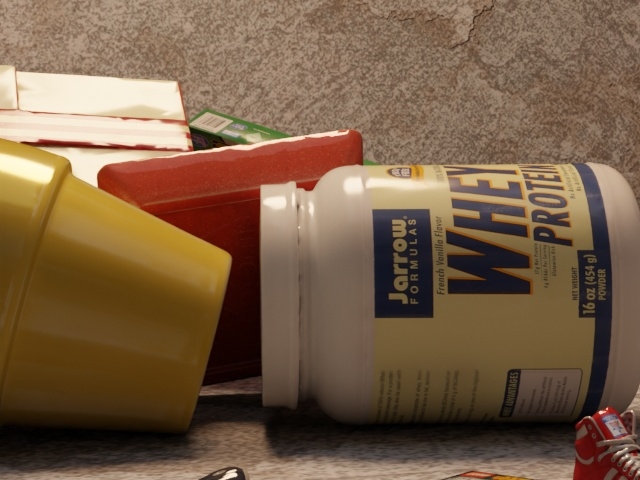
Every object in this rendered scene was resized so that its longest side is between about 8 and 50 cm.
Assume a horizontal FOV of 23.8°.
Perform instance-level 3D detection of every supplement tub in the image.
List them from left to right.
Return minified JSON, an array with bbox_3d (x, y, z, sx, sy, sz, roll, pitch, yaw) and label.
[{"bbox_3d":[0.109,0.048,1.354,0.325,0.235,0.235,-1,3,-2],"label":"supplement tub"}]

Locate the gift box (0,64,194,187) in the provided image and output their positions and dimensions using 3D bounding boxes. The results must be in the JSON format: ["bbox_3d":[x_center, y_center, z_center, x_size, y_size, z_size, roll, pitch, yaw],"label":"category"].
[{"bbox_3d":[-0.269,-0.022,1.561,0.258,0.255,0.276,2,35,-14],"label":"gift box"}]

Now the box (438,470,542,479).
[{"bbox_3d":[0.127,0.171,0.950,0.137,0.027,0.094,2,2,38],"label":"box"}]

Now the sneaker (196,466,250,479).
[{"bbox_3d":[-0.121,0.148,0.701,0.163,0.086,0.226,-15,21,-35],"label":"sneaker"}]

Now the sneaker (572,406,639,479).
[{"bbox_3d":[0.208,0.148,1.005,0.042,0.067,0.118,-3,4,-31],"label":"sneaker"}]

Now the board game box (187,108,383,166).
[{"bbox_3d":[0.000,0.000,1.603,0.317,0.213,0.046,20,40,31],"label":"board game box"}]

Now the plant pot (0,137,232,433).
[{"bbox_3d":[-0.209,0.059,1.306,0.239,0.254,0.254,14,2,-4],"label":"plant pot"}]

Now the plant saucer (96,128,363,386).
[{"bbox_3d":[-0.074,0.034,1.473,0.259,0.258,0.047,-9,28,-13],"label":"plant saucer"}]
